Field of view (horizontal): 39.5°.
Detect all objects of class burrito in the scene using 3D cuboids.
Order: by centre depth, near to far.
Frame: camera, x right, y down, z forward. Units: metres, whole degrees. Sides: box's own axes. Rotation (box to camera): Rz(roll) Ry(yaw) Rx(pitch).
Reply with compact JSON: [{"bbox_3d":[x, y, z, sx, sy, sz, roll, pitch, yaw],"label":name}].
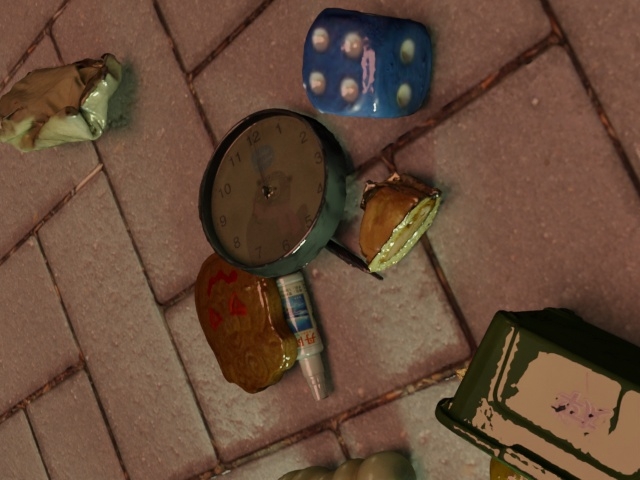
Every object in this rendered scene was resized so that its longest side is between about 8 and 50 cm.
[{"bbox_3d":[-0.510,-0.266,1.791,0.331,0.190,0.135,3,136,44],"label":"burrito"}]

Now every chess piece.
[{"bbox_3d":[0.049,0.411,1.442,0.243,0.133,0.133,-28,80,36],"label":"chess piece"}]

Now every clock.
[{"bbox_3d":[-0.084,-0.081,1.443,0.280,0.055,0.281,-9,74,35],"label":"clock"}]

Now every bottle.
[{"bbox_3d":[-0.027,0.162,1.500,0.060,0.060,0.217,-20,86,42],"label":"bottle"}]

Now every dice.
[{"bbox_3d":[0.068,-0.251,1.272,0.146,0.143,0.146,20,111,38],"label":"dice"}]

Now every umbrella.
[{"bbox_3d":[-0.004,0.003,1.459,0.269,0.044,0.044,37,152,32],"label":"umbrella"}]

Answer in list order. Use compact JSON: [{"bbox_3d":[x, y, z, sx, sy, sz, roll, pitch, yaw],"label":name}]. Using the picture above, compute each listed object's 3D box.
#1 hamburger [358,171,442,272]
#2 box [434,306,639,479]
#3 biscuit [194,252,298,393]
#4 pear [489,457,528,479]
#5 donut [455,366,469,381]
[{"bbox_3d":[0.110,-0.043,1.323,0.102,0.087,0.176,60,138,30],"label":"hamburger"},{"bbox_3d":[0.339,0.208,1.066,0.328,0.252,0.178,29,103,34],"label":"box"},{"bbox_3d":[-0.144,0.142,1.567,0.273,0.049,0.257,-35,73,56],"label":"biscuit"},{"bbox_3d":[0.286,0.326,1.219,0.107,0.107,0.132,-19,78,42],"label":"pear"},{"bbox_3d":[0.233,0.221,1.276,0.038,0.067,0.083,-33,42,24],"label":"donut"}]
